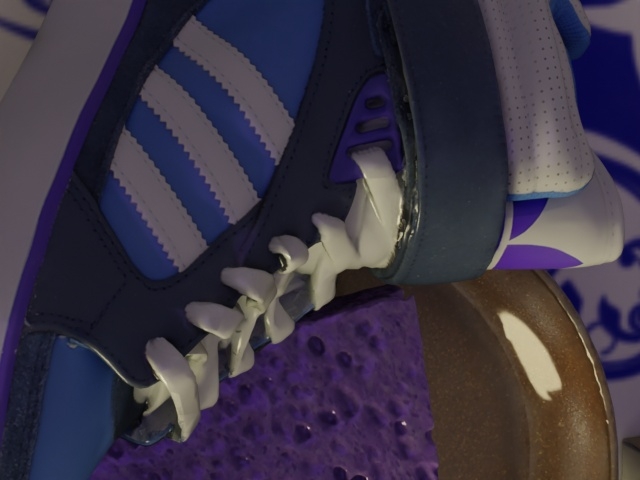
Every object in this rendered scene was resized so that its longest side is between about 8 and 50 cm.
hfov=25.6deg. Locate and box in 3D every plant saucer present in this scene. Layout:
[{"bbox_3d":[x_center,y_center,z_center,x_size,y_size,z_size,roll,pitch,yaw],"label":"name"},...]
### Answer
[{"bbox_3d":[-0.009,0.120,0.663,0.311,0.050,0.310,-3,102,-16],"label":"plant saucer"}]

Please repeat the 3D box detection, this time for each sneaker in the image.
[{"bbox_3d":[0.000,0.000,0.534,0.236,0.130,0.322,16,65,-1],"label":"sneaker"}]

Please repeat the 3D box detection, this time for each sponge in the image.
[{"bbox_3d":[-0.052,0.099,0.604,0.210,0.031,0.117,-14,103,-15],"label":"sponge"}]

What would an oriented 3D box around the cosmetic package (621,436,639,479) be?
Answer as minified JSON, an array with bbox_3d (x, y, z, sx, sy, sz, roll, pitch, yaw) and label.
[{"bbox_3d":[0.217,0.129,0.738,0.115,0.041,0.060,-7,102,-16],"label":"cosmetic package"}]
